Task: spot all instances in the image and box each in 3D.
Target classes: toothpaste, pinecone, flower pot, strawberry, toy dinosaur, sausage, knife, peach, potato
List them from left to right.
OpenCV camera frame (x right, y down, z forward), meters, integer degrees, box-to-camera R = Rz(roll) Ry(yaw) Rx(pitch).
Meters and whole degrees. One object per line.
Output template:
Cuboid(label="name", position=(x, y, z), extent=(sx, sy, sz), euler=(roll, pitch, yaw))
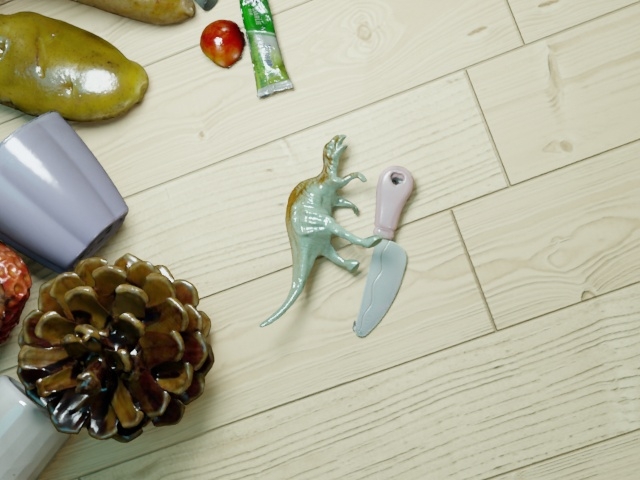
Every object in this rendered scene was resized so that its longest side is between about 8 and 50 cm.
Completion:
Cuboid(label="strawberry", position=(-0.650, 0.065, 1.735), extent=(0.253, 0.150, 0.280), euler=(50, 134, 8))
Cuboid(label="flower pot", position=(-0.514, -0.079, 1.727), extent=(0.243, 0.265, 0.265), euler=(41, 91, -1))
Cuboid(label="potato", position=(-0.532, -0.343, 1.807), extent=(0.369, 0.195, 0.176), euler=(17, 130, 3))
Cuboid(label="sausage", position=(-0.484, -0.528, 1.736), extent=(0.501, 0.136, 0.123), euler=(12, 112, -26))
Cuboid(label="pinecone", position=(-0.386, 0.208, 1.602), extent=(0.385, 0.384, 0.384), euler=(-1, 84, 9))
Cuboid(label="peach", position=(-0.199, -0.401, 1.798), extent=(0.098, 0.061, 0.098), euler=(-2, 82, 16))
Cuboid(label="toothpaste", position=(-0.119, -0.412, 1.796), extent=(0.078, 0.047, 0.247), euler=(-14, 84, 9))
Cuboid(label="toy dinosaur", position=(0.000, 0.000, 1.707), extent=(0.206, 0.092, 0.393), euler=(33, 91, 13))
Cuboid(label="knife", position=(0.127, 0.023, 1.722), extent=(0.081, 0.043, 0.335), euler=(10, 92, 3))

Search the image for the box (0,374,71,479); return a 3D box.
Cuboid(label="box", position=(-0.601, 0.381, 1.673), extent=(0.262, 0.291, 0.206), euler=(42, 76, -12))

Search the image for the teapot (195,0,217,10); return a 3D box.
Cuboid(label="teapot", position=(-0.260, -0.521, 1.833), extent=(0.043, 0.043, 0.110), euler=(-45, 75, 2))
